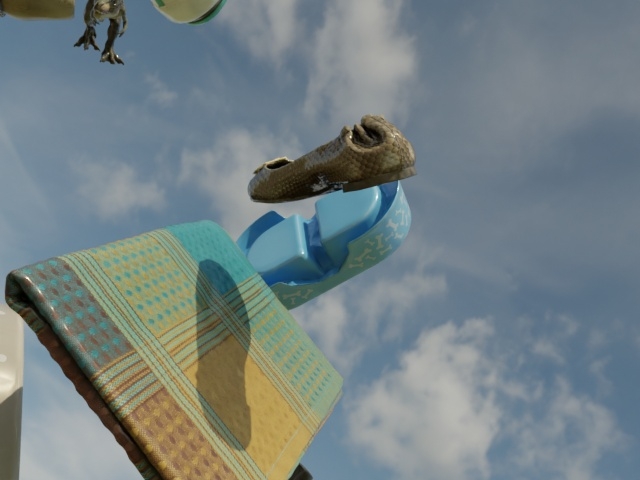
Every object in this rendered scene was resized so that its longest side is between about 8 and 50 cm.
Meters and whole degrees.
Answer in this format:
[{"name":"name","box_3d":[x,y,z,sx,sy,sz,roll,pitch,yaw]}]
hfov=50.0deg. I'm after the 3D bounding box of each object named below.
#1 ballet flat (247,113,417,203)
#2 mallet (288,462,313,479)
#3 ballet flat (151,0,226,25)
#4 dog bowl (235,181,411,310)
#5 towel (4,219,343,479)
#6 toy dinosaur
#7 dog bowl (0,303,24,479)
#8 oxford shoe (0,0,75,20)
[{"name":"ballet flat","box_3d":[-0.001,-0.070,0.628,0.250,0.084,0.058,-1,-75,63]},{"name":"mallet","box_3d":[-0.086,0.262,0.906,0.189,0.062,0.039,52,-19,8]},{"name":"ballet flat","box_3d":[-0.103,-0.436,0.776,0.139,0.400,0.139,21,-15,6]},{"name":"dog bowl","box_3d":[0.000,0.000,1.002,0.297,0.166,0.074,-30,-53,16]},{"name":"towel","box_3d":[-0.104,0.105,0.656,0.040,0.370,0.271,-39,-92,15]},{"name":"toy dinosaur","box_3d":[-0.329,-0.337,1.033,0.268,0.064,0.118,48,-49,53]},{"name":"dog bowl","box_3d":[-0.370,0.222,0.712,0.102,0.348,0.349,4,-33,-26]},{"name":"oxford shoe","box_3d":[-0.340,-0.403,0.895,0.130,0.348,0.123,11,-32,-14]}]
